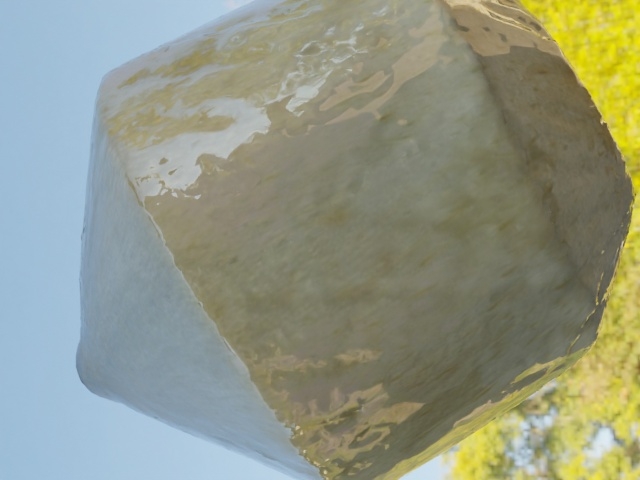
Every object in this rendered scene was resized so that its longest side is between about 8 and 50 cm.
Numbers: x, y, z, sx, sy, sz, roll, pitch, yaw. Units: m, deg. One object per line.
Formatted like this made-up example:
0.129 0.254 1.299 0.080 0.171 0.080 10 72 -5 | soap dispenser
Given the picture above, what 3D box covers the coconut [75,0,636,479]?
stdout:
0.000 0.000 0.535 0.329 0.328 0.329 -5 -90 -65 | coconut
